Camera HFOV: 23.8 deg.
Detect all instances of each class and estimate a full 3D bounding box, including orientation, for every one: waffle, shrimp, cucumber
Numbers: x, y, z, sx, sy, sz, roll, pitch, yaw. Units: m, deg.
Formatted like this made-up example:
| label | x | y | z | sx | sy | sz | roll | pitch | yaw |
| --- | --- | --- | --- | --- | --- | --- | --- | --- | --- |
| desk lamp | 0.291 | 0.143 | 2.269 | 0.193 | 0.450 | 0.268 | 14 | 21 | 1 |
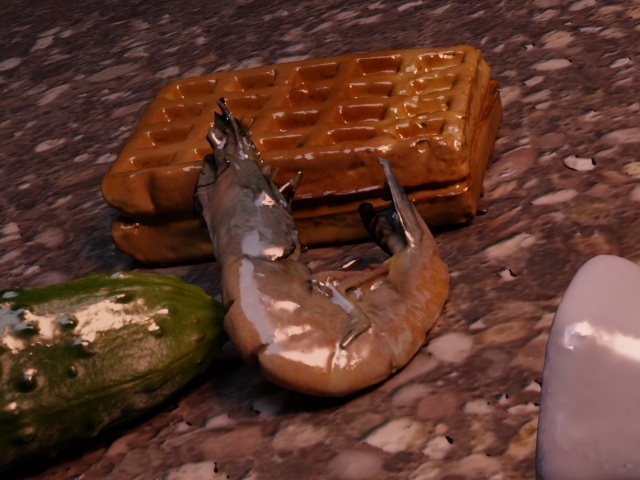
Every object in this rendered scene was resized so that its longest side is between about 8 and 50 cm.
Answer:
| label | x | y | z | sx | sy | sz | roll | pitch | yaw |
| --- | --- | --- | --- | --- | --- | --- | --- | --- | --- |
| waffle | -0.011 | -0.080 | 1.337 | 0.327 | 0.098 | 0.224 | -7 | 30 | 19 |
| shrimp | 0.001 | -0.006 | 1.145 | 0.178 | 0.075 | 0.289 | -4 | 40 | -14 |
| cucumber | -0.164 | 0.084 | 1.101 | 0.244 | 0.134 | 0.134 | -13 | 25 | -18 |

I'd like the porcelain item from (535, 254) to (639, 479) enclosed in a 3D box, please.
| label | x | y | z | sx | sy | sz | roll | pitch | yaw |
| --- | --- | --- | --- | --- | --- | --- | --- | --- | --- |
| porcelain item | 0.313 | 0.097 | 0.674 | 0.405 | 0.242 | 0.178 | 0 | 50 | 24 |
